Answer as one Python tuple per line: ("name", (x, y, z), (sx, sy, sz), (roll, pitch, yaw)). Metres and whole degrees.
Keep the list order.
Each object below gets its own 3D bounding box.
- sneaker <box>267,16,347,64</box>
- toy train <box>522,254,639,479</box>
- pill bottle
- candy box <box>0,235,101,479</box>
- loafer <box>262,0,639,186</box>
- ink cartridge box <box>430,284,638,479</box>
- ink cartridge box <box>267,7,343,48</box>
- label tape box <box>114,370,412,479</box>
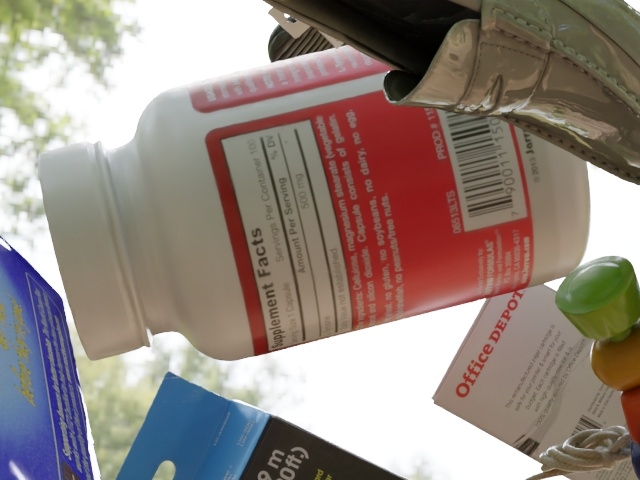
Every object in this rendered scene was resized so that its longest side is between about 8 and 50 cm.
("sneaker", (0.015, -0.275, 1.933), (0.122, 0.146, 0.330), (-42, -17, 27))
("toy train", (0.176, 0.070, 0.858), (0.248, 0.105, 0.143), (-24, -60, 27))
("pill bottle", (-0.008, -0.034, 1.227), (0.408, 0.229, 0.229), (-14, -18, -5))
("candy box", (-0.205, -0.014, 0.411), (0.317, 0.122, 0.268), (50, 0, -21))
("loafer", (0.074, -0.112, 0.833), (0.319, 0.111, 0.112), (30, -26, -9))
("ink cartridge box", (0.224, 0.135, 1.424), (0.203, 0.148, 0.086), (30, -1, 3))
("ink cartridge box", (0.014, -0.152, 0.944), (0.083, 0.028, 0.048), (-39, -26, 9))
("label tape box", (-0.045, 0.302, 1.420), (0.348, 0.249, 0.115), (26, -8, 2))
